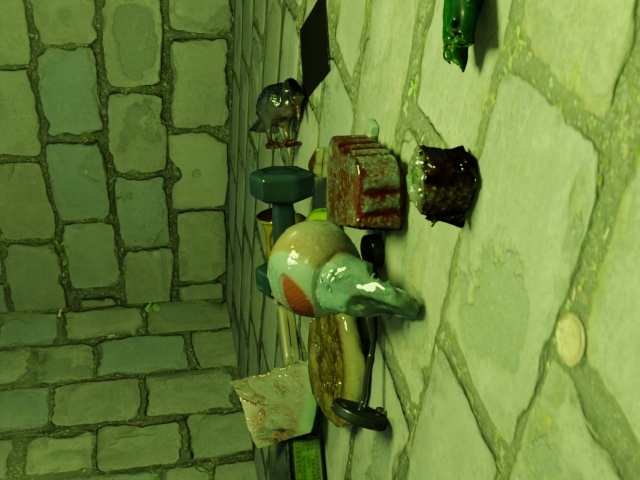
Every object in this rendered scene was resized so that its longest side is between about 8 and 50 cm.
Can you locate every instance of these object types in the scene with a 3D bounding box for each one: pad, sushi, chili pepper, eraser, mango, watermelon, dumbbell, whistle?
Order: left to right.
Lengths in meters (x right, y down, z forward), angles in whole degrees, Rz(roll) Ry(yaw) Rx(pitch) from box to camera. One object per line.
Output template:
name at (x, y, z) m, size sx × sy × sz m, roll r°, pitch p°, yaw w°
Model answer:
watermelon at (-0.100, 0.418, 2.052) m, size 0.310 × 0.231 × 0.193 m, roll -30°, pitch 82°, yaw 60°
dumbbell at (-0.087, -0.020, 1.883) m, size 0.143 × 0.156 × 0.316 m, roll -79°, pitch -13°, yaw -73°
pad at (-0.016, -0.483, 1.953) m, size 0.300 × 0.005 × 0.202 m, roll 160°, pitch 108°, yaw -77°
mango at (-0.001, -0.006, 1.793) m, size 0.163 × 0.089 × 0.117 m, roll 108°, pitch 156°, yaw -59°
whistle at (0.025, 0.076, 1.372) m, size 0.347 × 0.189 × 0.189 m, roll 25°, pitch 120°, yaw 46°
eraser at (0.094, -0.190, 1.494) m, size 0.038 × 0.019 × 0.083 m, roll -113°, pitch 23°, yaw -52°
sushi at (0.165, -0.080, 1.072) m, size 0.094 × 0.084 × 0.098 m, roll -107°, pitch 22°, yaw -53°
chili pepper at (0.181, -0.333, 0.998) m, size 0.098 × 0.061 × 0.224 m, roll -55°, pitch -41°, yaw -88°

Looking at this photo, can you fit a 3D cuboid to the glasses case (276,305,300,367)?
glasses case at (-0.100, 0.294, 2.379) m, size 0.083 × 0.050 × 0.196 m, roll 109°, pitch 155°, yaw -63°

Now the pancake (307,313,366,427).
pancake at (0.029, 0.241, 1.760) m, size 0.382 × 0.071 × 0.382 m, roll 177°, pitch 90°, yaw -76°

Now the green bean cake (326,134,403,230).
green bean cake at (0.079, -0.082, 1.404) m, size 0.233 × 0.097 × 0.199 m, roll -131°, pitch 38°, yaw -68°

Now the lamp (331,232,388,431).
lamp at (0.072, 0.177, 1.473) m, size 0.130 × 0.108 × 0.371 m, roll -155°, pitch 63°, yaw -71°

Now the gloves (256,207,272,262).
gloves at (-0.116, 0.055, 2.347) m, size 0.133 × 0.116 × 0.294 m, roll -57°, pitch -37°, yaw -63°

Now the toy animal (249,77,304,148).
toy animal at (-0.116, -0.349, 2.166) m, size 0.298 × 0.122 × 0.186 m, roll -165°, pitch 68°, yaw -70°

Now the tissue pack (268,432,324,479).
tissue pack at (-0.060, 0.729, 2.126) m, size 0.288 × 0.124 × 0.394 m, roll 147°, pitch 120°, yaw -74°

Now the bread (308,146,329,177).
bread at (-0.002, -0.179, 1.865) m, size 0.109 × 0.043 × 0.062 m, roll 128°, pitch 139°, yaw -69°

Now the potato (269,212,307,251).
potato at (-0.072, 0.016, 2.039) m, size 0.137 × 0.137 × 0.176 m, roll -159°, pitch 64°, yaw -76°
